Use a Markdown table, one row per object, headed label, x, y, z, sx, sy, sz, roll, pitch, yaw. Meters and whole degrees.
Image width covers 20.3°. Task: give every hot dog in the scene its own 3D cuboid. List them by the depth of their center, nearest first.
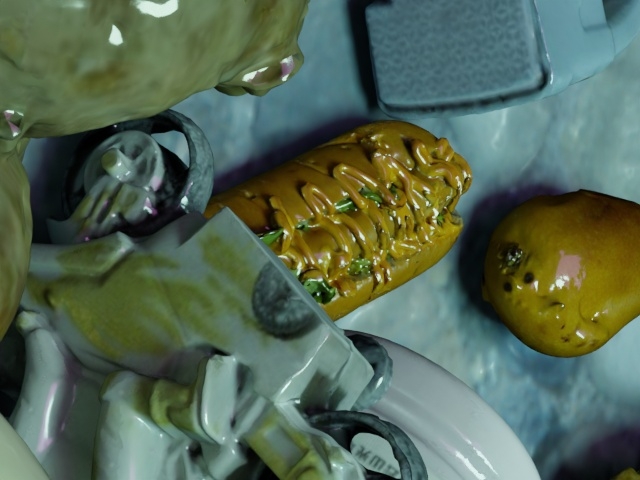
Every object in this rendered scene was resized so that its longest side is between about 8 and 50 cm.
| label | x | y | z | sx | sy | sz | roll | pitch | yaw |
| --- | --- | --- | --- | --- | --- | --- | --- | --- | --- |
| hot dog | 0.000 | 0.000 | 0.751 | 0.188 | 0.055 | 0.072 | -27 | 104 | -38 |

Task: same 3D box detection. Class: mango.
| label | x | y | z | sx | sy | sz | roll | pitch | yaw |
| --- | --- | --- | --- | --- | --- | --- | --- | --- | --- |
| mango | 0.124 | 0.014 | 0.855 | 0.127 | 0.063 | 0.077 | -13 | 92 | -46 |

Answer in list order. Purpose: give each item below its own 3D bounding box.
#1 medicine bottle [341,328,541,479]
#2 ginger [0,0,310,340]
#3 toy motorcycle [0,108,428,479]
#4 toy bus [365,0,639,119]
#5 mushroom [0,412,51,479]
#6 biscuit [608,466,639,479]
| label | x | y | z | sx | sy | sz | roll | pitch | yaw |
| --- | --- | --- | --- | --- | --- | --- | --- | --- | --- |
| medicine bottle | -0.029 | 0.161 | 0.667 | 0.250 | 0.133 | 0.133 | -52 | 120 | -31 |
| ginger | -0.147 | -0.142 | 0.556 | 0.256 | 0.176 | 0.375 | -24 | 104 | -23 |
| toy motorcycle | -0.060 | 0.055 | 0.628 | 0.151 | 0.229 | 0.074 | -38 | 146 | 4 |
| toy bus | 0.065 | -0.225 | 0.792 | 0.136 | 0.109 | 0.330 | -18 | 101 | -52 |
| mushroom | -0.148 | 0.169 | 0.374 | 0.325 | 0.353 | 0.353 | 30 | 67 | -15 |
| biscuit | 0.190 | 0.201 | 0.877 | 0.225 | 0.042 | 0.226 | -6 | 104 | -26 |
